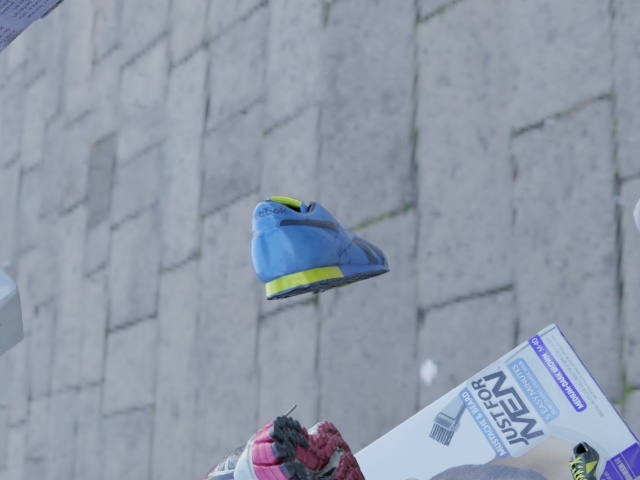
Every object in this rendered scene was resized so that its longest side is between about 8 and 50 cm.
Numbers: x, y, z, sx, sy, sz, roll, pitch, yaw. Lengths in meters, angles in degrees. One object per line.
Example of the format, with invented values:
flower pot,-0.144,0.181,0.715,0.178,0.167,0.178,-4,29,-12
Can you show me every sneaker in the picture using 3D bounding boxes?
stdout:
sneaker,-0.028,0.233,1.408,0.112,0.299,0.121,-32,65,10
sneaker,0.000,0.000,1.210,0.069,0.209,0.082,-20,83,18
sneaker,0.255,0.229,1.486,0.031,0.035,0.083,-39,12,29

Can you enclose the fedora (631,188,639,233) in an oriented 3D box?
fedora,0.486,-0.011,1.842,0.124,0.275,0.244,-56,-7,27

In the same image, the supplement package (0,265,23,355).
supplement package,-0.297,0.017,1.023,0.179,0.105,0.105,46,159,11

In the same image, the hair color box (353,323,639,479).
hair color box,0.194,0.273,1.791,0.339,0.110,0.185,-35,57,4

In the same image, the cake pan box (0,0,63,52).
cake pan box,-0.213,-0.176,0.744,0.267,0.246,0.070,-37,61,25
